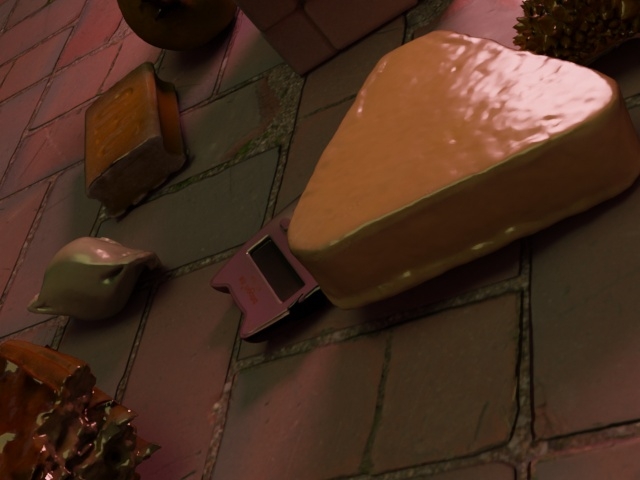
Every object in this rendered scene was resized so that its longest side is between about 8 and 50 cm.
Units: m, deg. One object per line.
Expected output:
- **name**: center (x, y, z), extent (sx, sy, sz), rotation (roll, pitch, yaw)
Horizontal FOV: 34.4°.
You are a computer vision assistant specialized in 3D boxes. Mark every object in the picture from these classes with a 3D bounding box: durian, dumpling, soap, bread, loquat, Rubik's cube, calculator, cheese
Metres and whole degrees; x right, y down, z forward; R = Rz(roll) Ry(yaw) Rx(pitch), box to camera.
- **durian**: center (0.313, -0.279, 1.179), extent (0.250, 0.138, 0.183), rotation (-30, 44, 29)
- **dumpling**: center (-0.323, 0.050, 1.519), extent (0.229, 0.124, 0.151), rotation (-14, 8, 29)
- **soap**: center (-0.319, -0.178, 1.759), extent (0.173, 0.089, 0.274), rotation (-37, 34, 13)
- **bread**: center (-0.318, 0.307, 1.176), extent (0.370, 0.191, 0.314), rotation (21, 65, 40)
- **loquat**: center (-0.258, -0.458, 1.860), extent (0.244, 0.244, 0.244), rotation (-27, 38, 24)
- **Rubik's cube**: center (-0.005, -0.512, 1.580), extent (0.319, 0.316, 0.322), rotation (-29, 36, 22)
- **calculator**: center (0.001, 0.001, 1.290), extent (0.294, 0.043, 0.194), rotation (-40, 34, 0)
- **cheese**: center (0.115, -0.075, 1.147), extent (0.384, 0.104, 0.384), rotation (-23, 36, 18)
